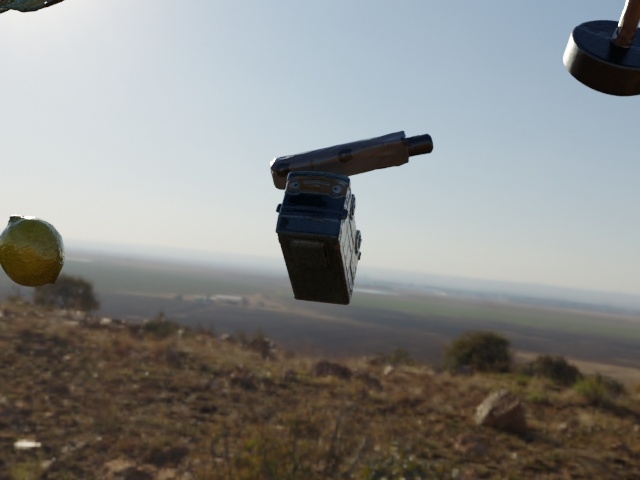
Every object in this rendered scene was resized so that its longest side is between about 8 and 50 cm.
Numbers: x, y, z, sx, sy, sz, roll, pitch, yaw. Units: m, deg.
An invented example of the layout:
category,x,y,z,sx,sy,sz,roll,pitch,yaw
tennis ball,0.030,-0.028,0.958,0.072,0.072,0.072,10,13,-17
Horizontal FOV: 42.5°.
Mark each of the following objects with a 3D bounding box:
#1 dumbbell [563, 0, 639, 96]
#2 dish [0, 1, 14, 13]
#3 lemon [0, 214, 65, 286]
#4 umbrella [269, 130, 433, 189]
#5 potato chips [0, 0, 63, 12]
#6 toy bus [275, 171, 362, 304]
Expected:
category,x,y,z,sx,sy,sz,roll,pitch,yaw
dumbbell,0.461,-0.339,1.209,0.152,0.218,0.152,4,44,-4
dish,-0.737,-0.644,1.731,0.324,0.324,0.124,6,-9,9
lemon,-0.485,0.017,1.380,0.109,0.133,0.109,-28,4,2
umbrella,0.064,-0.167,1.687,0.337,0.073,0.067,-12,40,4
potato chips,-0.405,-0.357,1.172,0.207,0.092,0.028,-14,-45,7
toy bus,0.000,0.000,1.647,0.138,0.167,0.275,6,-34,12
